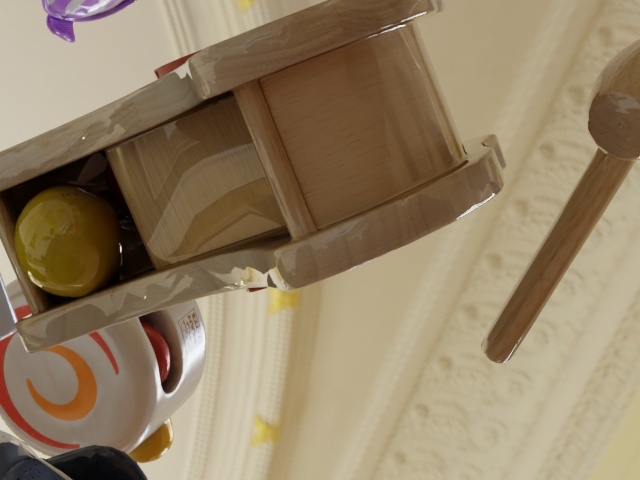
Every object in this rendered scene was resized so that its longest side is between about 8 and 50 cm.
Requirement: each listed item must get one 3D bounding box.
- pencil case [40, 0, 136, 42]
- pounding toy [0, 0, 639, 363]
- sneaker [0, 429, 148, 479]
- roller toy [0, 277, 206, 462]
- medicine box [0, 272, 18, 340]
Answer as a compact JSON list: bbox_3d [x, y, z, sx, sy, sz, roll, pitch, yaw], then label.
[{"bbox_3d":[-0.172,-0.230,0.891,0.088,0.206,0.086,-36,-26,15],"label":"pencil case"},{"bbox_3d":[0.000,0.000,0.504,0.269,0.154,0.155,-19,-83,31],"label":"pounding toy"},{"bbox_3d":[-0.173,0.184,0.483,0.236,0.130,0.323,41,-65,-4],"label":"sneaker"},{"bbox_3d":[-0.210,0.103,1.357,0.191,0.209,0.146,-58,-9,28],"label":"roller toy"},{"bbox_3d":[-0.354,0.003,0.751,0.263,0.289,0.149,-30,-55,-29],"label":"medicine box"}]
